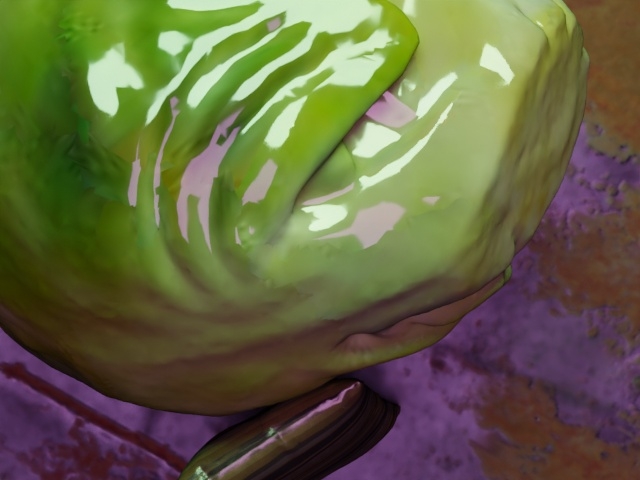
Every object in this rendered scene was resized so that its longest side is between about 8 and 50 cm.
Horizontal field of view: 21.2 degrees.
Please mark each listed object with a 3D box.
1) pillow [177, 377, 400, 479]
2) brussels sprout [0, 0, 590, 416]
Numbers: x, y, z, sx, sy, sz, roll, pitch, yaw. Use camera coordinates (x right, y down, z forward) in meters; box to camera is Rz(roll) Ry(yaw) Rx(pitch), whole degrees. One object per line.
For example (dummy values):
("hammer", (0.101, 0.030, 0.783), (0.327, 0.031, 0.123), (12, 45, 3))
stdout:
("pillow", (-0.012, 0.113, 0.951), (0.113, 0.203, 0.038), (-31, 78, 1))
("brussels sprout", (-0.046, -0.067, 0.855), (0.344, 0.268, 0.344), (-1, 85, 15))
